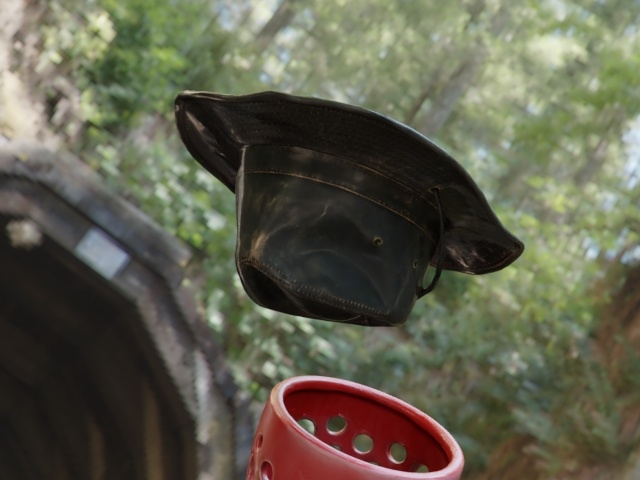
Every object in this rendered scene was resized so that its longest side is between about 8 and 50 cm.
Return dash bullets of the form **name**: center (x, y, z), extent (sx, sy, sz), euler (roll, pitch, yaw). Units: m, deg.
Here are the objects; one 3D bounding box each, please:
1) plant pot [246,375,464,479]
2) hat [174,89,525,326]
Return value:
- **plant pot**: center (0.015, 0.241, 1.448), extent (0.191, 0.191, 0.174), euler (26, -73, 13)
- **hat**: center (0.000, 0.000, 1.314), extent (0.331, 0.134, 0.331), euler (21, -15, 6)
